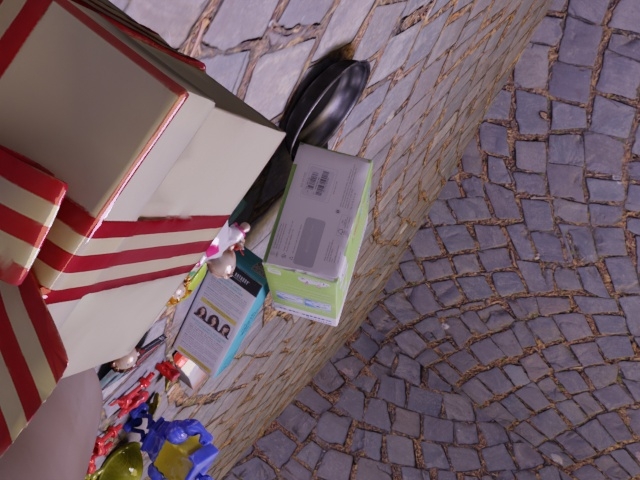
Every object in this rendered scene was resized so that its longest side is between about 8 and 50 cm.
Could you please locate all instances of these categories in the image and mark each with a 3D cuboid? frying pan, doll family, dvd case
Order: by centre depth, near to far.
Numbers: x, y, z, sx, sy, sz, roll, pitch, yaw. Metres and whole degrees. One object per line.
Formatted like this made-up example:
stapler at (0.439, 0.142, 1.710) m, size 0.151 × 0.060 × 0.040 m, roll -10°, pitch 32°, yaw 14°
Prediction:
doll family at (-0.208, 0.038, 1.009) m, size 0.263 × 0.118 × 0.163 m, roll -44°, pitch 145°, yaw -28°
dvd case at (-0.302, 0.196, 1.351) m, size 0.087 × 0.013 × 0.119 m, roll -43°, pitch 177°, yaw 31°
frying pan at (0.017, -0.199, 1.404) m, size 0.197 × 0.053 × 0.326 m, roll -52°, pitch 170°, yaw 0°

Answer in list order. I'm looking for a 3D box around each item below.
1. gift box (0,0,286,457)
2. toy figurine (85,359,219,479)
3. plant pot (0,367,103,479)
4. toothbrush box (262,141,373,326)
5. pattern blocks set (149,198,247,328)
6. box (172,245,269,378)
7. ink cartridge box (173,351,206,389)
gift box at (-0.199, -0.033, 0.542) m, size 0.276 × 0.255 × 0.258 m, roll -58°, pitch 170°, yaw 7°
toy figurine at (-0.299, 0.425, 1.585) m, size 0.191 × 0.217 × 0.362 m, roll -35°, pitch 158°, yaw -57°
plant pot at (-0.328, 0.201, 0.701) m, size 0.323 × 0.323 × 0.280 m, roll -62°, pitch -177°, yaw 36°
toothbrush box at (0.000, 0.000, 1.383) m, size 0.283 × 0.122 × 0.206 m, roll 82°, pitch 24°, yaw -72°
pattern blocks set at (-0.226, 0.054, 1.254) m, size 0.324 × 0.026 × 0.285 m, roll -55°, pitch 169°, yaw 6°
box at (-0.170, 0.124, 1.501) m, size 0.060 × 0.100 × 0.244 m, roll -40°, pitch 163°, yaw -55°
ink cartridge box at (-0.223, 0.210, 1.688) m, size 0.145 × 0.045 × 0.179 m, roll -49°, pitch 170°, yaw -21°
